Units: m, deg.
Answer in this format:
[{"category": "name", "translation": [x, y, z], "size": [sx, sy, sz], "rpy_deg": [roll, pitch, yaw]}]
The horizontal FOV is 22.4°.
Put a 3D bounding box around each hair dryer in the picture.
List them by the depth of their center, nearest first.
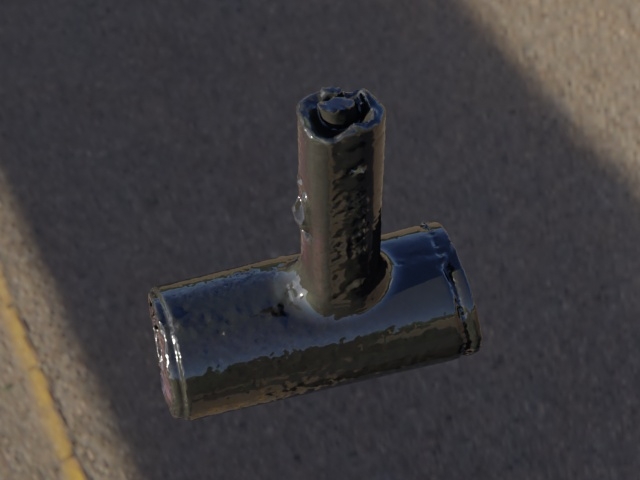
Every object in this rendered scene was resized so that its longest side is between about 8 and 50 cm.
[{"category": "hair dryer", "translation": [0.000, 0.000, 0.919], "size": [0.197, 0.251, 0.089], "rpy_deg": [-12, 55, -12]}]
